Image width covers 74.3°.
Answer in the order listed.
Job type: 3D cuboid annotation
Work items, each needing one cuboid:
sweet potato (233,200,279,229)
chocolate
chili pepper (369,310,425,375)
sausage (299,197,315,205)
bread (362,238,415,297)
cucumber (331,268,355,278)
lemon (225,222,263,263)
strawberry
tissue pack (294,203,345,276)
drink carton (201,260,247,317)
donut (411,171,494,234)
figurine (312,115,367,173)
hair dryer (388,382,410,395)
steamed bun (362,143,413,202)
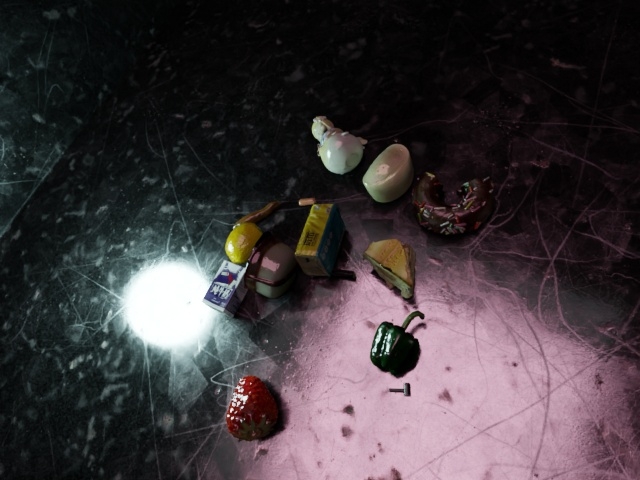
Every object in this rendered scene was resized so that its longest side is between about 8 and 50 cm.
[{"bbox_3d":[-0.315,-0.120,2.086,0.265,0.057,0.057,-28,60,-1],"label":"sweet potato"},{"bbox_3d":[-0.194,0.122,1.834,0.186,0.283,0.283,18,71,7],"label":"chocolate"},{"bbox_3d":[0.294,0.372,1.600,0.165,0.174,0.261,10,67,48],"label":"chili pepper"},{"bbox_3d":[-0.063,-0.188,2.051,0.083,0.034,0.034,-5,64,14],"label":"sausage"},{"bbox_3d":[0.273,0.111,1.717,0.211,0.183,0.224,-4,61,17],"label":"bread"},{"bbox_3d":[0.071,0.144,1.849,0.163,0.043,0.038,3,107,26],"label":"cucumber"},{"bbox_3d":[-0.354,0.014,1.969,0.170,0.170,0.207,29,74,27],"label":"lemon"},{"bbox_3d":[-0.270,0.642,1.652,0.205,0.205,0.244,-26,38,4],"label":"strawberry"},{"bbox_3d":[0.000,0.000,1.833,0.134,0.192,0.270,5,58,24],"label":"tissue pack"},{"bbox_3d":[-0.418,0.219,1.930,0.134,0.102,0.222,17,70,26],"label":"drink carton"},{"bbox_3d":[0.546,-0.155,1.791,0.345,0.136,0.259,11,66,23],"label":"donut"},{"bbox_3d":[0.084,-0.497,2.100,0.275,0.226,0.394,-14,44,-24],"label":"figurine"},{"bbox_3d":[0.295,0.559,1.587,0.083,0.026,0.047,-9,61,22],"label":"hair dryer"},{"bbox_3d":[0.317,-0.292,1.888,0.155,0.200,0.250,35,82,27],"label":"steamed bun"}]
